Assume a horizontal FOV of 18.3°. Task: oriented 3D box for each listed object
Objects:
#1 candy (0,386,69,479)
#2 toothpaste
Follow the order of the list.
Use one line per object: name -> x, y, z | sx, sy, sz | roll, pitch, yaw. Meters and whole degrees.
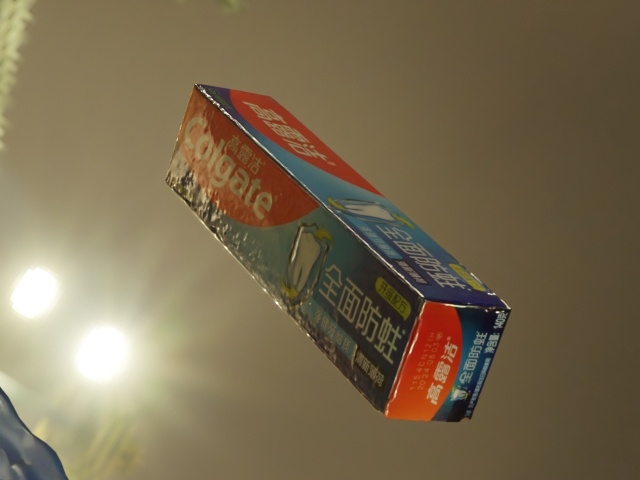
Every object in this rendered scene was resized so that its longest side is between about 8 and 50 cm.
candy -> -0.157, 0.012, 0.317 | 0.187, 0.331, 0.077 | 46, -75, 8
toothpaste -> 0.000, -0.001, 1.205 | 0.320, 0.066, 0.076 | 43, -60, 52
